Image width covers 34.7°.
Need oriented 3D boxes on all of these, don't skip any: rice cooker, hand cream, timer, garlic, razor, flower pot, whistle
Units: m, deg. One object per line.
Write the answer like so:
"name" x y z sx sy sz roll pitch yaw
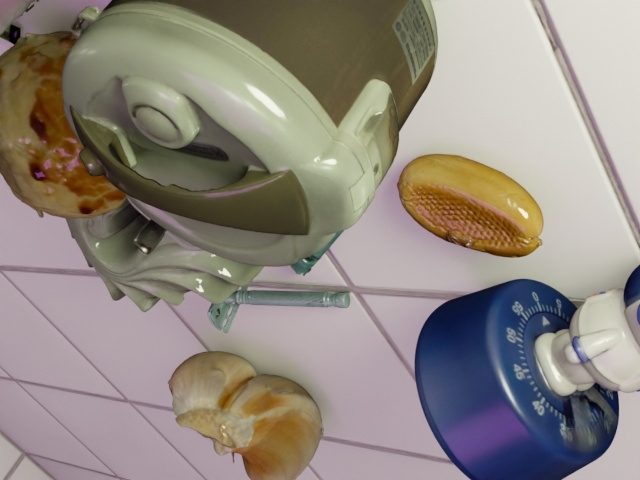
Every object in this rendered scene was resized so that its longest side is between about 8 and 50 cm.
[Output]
"rice cooker" -0.068 -0.152 1.037 0.335 0.325 0.335 23 148 15
"hand cream" -0.483 -0.315 1.466 0.122 0.023 0.036 27 141 6
"timer" 0.331 0.128 1.222 0.270 0.270 0.383 41 133 -16
"garlic" -0.144 0.344 1.952 0.286 0.249 0.313 -3 158 21
"razor" -0.062 0.096 1.647 0.232 0.106 0.068 1 140 26
"flower pot" -0.217 -0.030 1.511 0.367 0.164 0.254 -6 121 40
"whistle" 0.000 0.000 1.485 0.039 0.039 0.186 34 149 -4

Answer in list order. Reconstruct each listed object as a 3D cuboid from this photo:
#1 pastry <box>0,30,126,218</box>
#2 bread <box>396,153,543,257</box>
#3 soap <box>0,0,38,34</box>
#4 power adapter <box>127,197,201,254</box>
"pastry" -0.355 -0.154 1.370 0.236 0.170 0.256 -2 94 41
"bread" 0.183 -0.044 1.223 0.189 0.077 0.114 22 129 17
"soap" -0.454 -0.281 1.318 0.081 0.181 0.259 45 143 -21
"power adapter" -0.156 -0.065 1.228 0.125 0.205 0.130 40 133 -7
